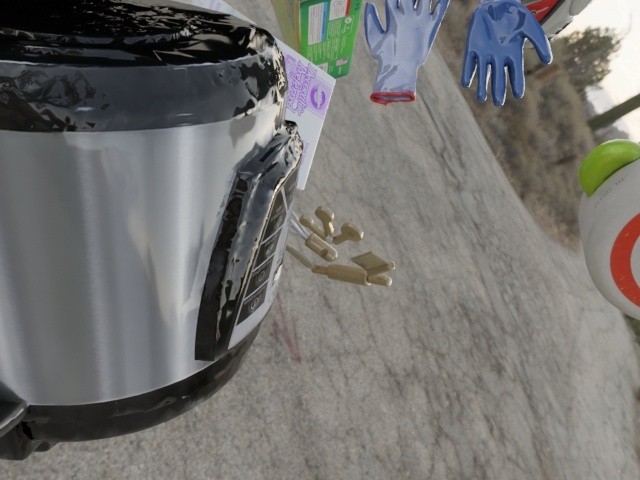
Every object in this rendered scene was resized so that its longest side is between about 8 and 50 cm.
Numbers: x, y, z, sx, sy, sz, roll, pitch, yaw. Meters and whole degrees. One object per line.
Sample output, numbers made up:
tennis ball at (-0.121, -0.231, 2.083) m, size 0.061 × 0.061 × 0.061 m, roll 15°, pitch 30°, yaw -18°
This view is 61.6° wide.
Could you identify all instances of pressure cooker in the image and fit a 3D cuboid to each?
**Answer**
pressure cooker at (-0.227, -0.018, 0.552) m, size 0.370 × 0.419 × 0.375 m, roll -11°, pitch 35°, yaw -32°

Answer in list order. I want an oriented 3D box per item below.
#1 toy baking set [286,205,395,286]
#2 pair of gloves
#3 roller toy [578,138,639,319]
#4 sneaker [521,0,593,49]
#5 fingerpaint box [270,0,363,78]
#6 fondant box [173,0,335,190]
toy baking set at (0.004, 0.005, 0.898) m, size 0.030 × 0.256 × 0.196 m, roll -58°, pitch 132°, yaw -28°
pair of gloves at (0.141, -0.217, 0.572) m, size 0.023 × 0.199 × 0.159 m, roll 37°, pitch 59°, yaw -73°
roller toy at (0.391, -0.009, 0.581) m, size 0.146 × 0.210 × 0.191 m, roll -54°, pitch 142°, yaw -56°
sneaker at (0.290, -0.332, 0.585) m, size 0.118 × 0.279 × 0.107 m, roll 42°, pitch 54°, yaw -3°
fingerpaint box at (-0.033, -0.659, 1.353) m, size 0.445 × 0.163 × 0.370 m, roll 102°, pitch -30°, yaw -81°
fondant box at (-0.142, -0.257, 0.976) m, size 0.330 × 0.096 × 0.238 m, roll 21°, pitch 82°, yaw -43°
